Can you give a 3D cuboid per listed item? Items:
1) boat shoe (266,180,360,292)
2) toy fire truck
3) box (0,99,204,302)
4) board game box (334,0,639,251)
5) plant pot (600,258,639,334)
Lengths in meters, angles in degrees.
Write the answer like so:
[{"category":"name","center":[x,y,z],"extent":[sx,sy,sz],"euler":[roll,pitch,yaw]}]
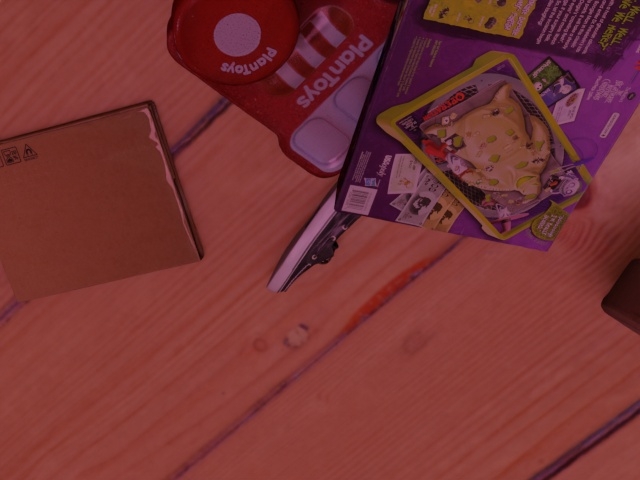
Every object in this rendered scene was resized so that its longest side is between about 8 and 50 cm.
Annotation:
[{"category":"boat shoe","center":[0.000,0.000,1.080],"extent":[0.040,0.049,0.142],"euler":[35,109,-7]},{"category":"toy fire truck","center":[0.022,-0.215,0.953],"extent":[0.254,0.169,0.302],"euler":[34,113,-32]},{"category":"box","center":[-0.233,-0.034,1.109],"extent":[0.201,0.021,0.164],"euler":[-13,109,11]},{"category":"board game box","center":[0.149,-0.126,0.915],"extent":[0.208,0.056,0.346],"euler":[14,141,-5]},{"category":"plant pot","center":[0.406,0.030,0.955],"extent":[0.263,0.263,0.229],"euler":[30,94,-5]}]
